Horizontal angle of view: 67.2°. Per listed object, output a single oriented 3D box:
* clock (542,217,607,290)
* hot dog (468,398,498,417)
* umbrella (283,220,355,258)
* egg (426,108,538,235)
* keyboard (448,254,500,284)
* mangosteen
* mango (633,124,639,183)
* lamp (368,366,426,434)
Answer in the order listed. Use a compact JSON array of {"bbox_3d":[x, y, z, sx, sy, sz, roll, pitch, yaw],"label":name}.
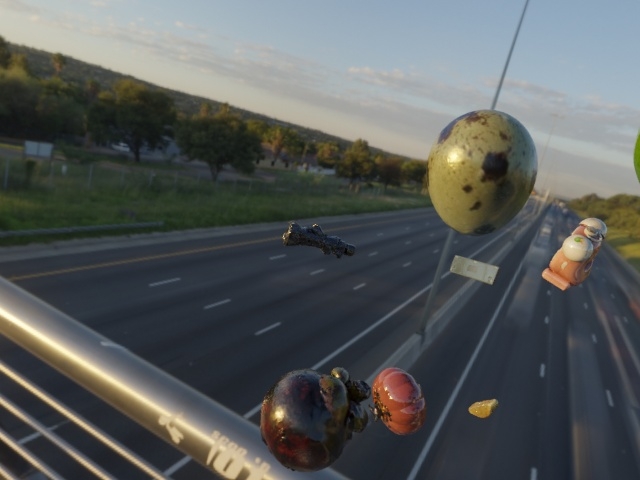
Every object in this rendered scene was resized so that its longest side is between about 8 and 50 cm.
[{"bbox_3d":[0.666,0.032,1.237,0.092,0.162,0.165,37,50,27],"label":"clock"},{"bbox_3d":[0.391,0.401,1.140,0.030,0.034,0.090,-24,-13,-30],"label":"hot dog"},{"bbox_3d":[0.001,-0.003,1.422,0.224,0.080,0.071,16,42,-20],"label":"umbrella"},{"bbox_3d":[0.523,-0.212,1.585,0.344,0.428,0.345,-1,27,1],"label":"egg"},{"bbox_3d":[0.449,0.085,1.413,0.014,0.055,0.176,20,0,-29],"label":"keyboard"},{"bbox_3d":[-0.028,0.658,1.835,0.421,0.381,0.381,-30,36,-28],"label":"mangosteen"},{"bbox_3d":[0.737,-0.201,0.919,0.225,0.201,0.382,24,-30,28],"label":"mango"},{"bbox_3d":[0.205,0.438,1.306,0.140,0.182,0.182,-17,23,-18],"label":"lamp"}]
